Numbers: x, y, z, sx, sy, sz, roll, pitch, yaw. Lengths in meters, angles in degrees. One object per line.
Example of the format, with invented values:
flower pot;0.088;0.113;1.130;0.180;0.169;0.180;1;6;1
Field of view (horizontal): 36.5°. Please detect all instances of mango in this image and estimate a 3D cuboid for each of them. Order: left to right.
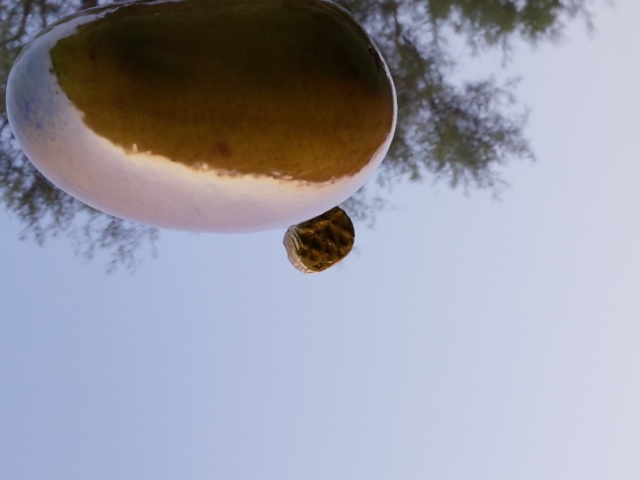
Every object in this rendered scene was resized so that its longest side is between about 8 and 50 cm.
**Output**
mango;-0.104;-0.119;0.896;0.378;0.264;0.221;-2;-111;-40

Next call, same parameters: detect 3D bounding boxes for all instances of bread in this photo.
bread;0.000;0.000;1.368;0.110;0.044;0.083;-30;-75;-25
